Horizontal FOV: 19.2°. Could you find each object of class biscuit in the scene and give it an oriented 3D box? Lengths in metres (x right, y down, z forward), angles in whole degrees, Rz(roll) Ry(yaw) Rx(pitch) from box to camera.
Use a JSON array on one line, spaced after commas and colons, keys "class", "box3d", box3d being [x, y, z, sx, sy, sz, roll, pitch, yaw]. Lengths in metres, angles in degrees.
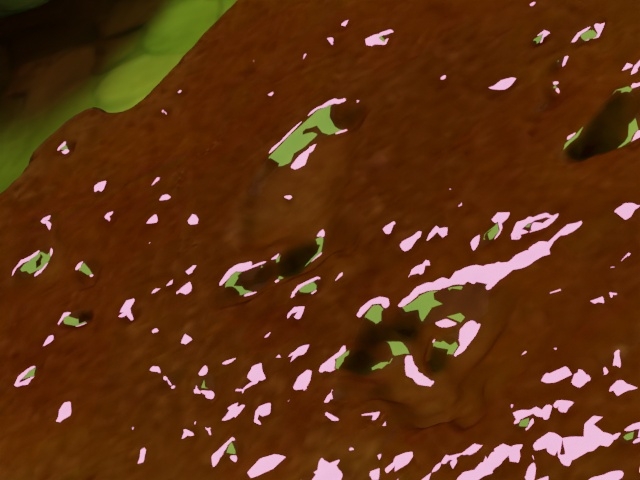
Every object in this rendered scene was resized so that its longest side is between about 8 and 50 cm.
[{"class": "biscuit", "box3d": [0.001, 0.001, 0.471, 0.301, 0.043, 0.278, -17, 40, 24]}]

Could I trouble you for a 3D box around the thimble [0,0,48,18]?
[{"class": "thimble", "box3d": [-0.155, -0.171, 0.655, 0.172, 0.205, 0.250, -5, 11, 43]}]
